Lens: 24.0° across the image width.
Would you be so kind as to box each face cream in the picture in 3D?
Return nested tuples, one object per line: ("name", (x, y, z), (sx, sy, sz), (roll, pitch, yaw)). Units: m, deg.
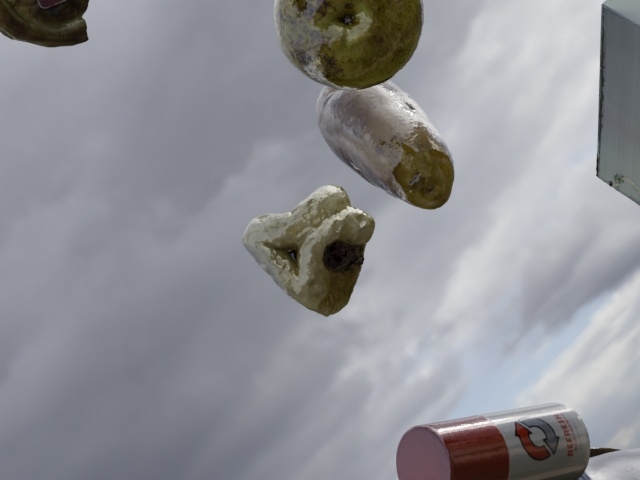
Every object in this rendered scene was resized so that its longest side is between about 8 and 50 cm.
("face cream", (0.194, 0.240, 1.680), (0.214, 0.096, 0.096), (-3, -39, -38))

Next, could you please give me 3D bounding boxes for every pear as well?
("pear", (0.031, -0.284, 1.916), (0.197, 0.197, 0.197), (-41, -15, -13))

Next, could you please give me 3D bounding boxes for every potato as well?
("potato", (0.105, -0.158, 2.386), (0.176, 0.369, 0.195), (-6, -64, -16))

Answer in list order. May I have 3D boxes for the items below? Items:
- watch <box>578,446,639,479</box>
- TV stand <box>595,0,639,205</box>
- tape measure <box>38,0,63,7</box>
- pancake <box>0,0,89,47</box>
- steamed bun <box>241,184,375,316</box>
("watch", (0.404, 0.431, 1.938), (0.314, 0.335, 0.327), (-8, 5, -13))
("TV stand", (0.347, -0.155, 1.569), (0.088, 0.083, 0.269), (-40, -32, -20))
("tape measure", (-0.211, -0.263, 1.346), (0.118, 0.074, 0.125), (-13, -19, 2))
("pancake", (-0.317, -0.344, 1.804), (0.212, 0.029, 0.235), (35, -99, -40))
("steamed bun", (0.000, 0.000, 2.159), (0.155, 0.172, 0.141), (-48, -25, 13))
